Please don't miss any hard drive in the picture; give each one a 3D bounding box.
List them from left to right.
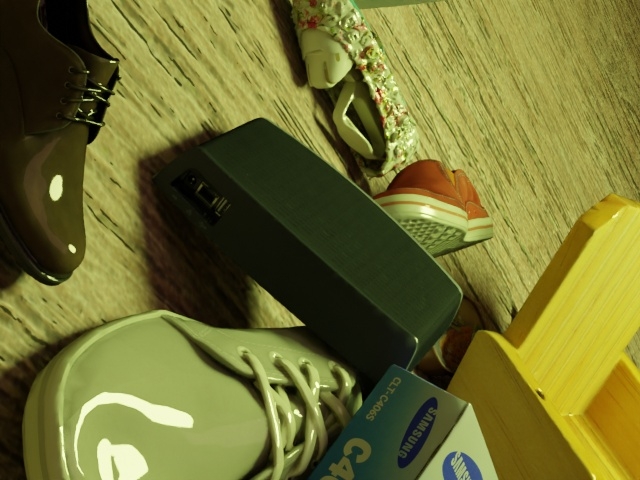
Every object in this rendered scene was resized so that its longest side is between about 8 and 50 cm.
[{"bbox_3d":[0.000,0.000,1.048,0.255,0.054,0.172,41,27,7],"label":"hard drive"}]

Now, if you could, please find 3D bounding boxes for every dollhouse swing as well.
[{"bbox_3d":[0.362,0.170,1.454,0.347,0.305,0.315,11,39,-54],"label":"dollhouse swing"}]

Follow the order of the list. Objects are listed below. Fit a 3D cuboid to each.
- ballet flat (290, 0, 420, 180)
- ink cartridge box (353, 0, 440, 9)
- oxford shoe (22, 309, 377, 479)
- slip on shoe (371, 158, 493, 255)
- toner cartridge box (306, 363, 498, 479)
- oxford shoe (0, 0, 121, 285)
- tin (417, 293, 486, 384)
[{"bbox_3d":[0.031,-0.162,1.306,0.077,0.091,0.241,-52,124,-31],"label":"ballet flat"},{"bbox_3d":[0.035,-0.448,1.255,0.384,0.160,0.279,48,46,-59],"label":"ink cartridge box"},{"bbox_3d":[-0.049,0.131,0.950,0.449,0.130,0.169,9,72,-61],"label":"oxford shoe"},{"bbox_3d":[0.104,-0.034,1.353,0.331,0.123,0.101,-4,74,-69],"label":"slip on shoe"},{"bbox_3d":[0.079,0.259,1.038,0.165,0.075,0.348,-53,147,-20],"label":"toner cartridge box"},{"bbox_3d":[-0.177,-0.085,0.830,0.083,0.096,0.227,2,78,-65],"label":"oxford shoe"},{"bbox_3d":[0.145,0.108,1.454,0.190,0.040,0.106,31,55,-56],"label":"tin"}]
